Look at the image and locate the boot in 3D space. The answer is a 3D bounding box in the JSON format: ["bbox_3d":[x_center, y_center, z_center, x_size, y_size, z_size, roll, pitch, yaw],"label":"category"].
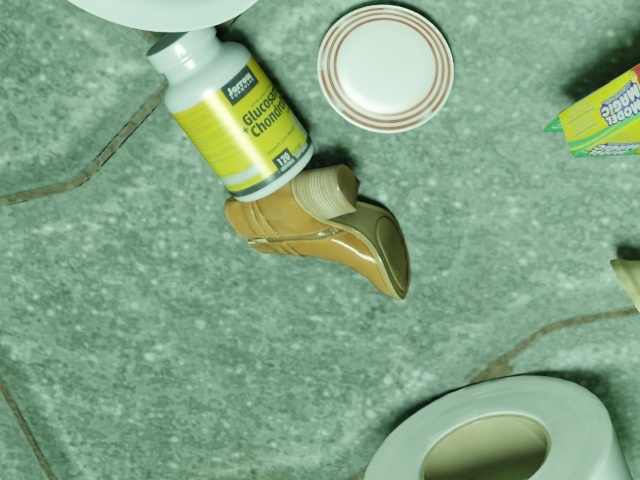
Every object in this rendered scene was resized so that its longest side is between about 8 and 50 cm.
[{"bbox_3d":[0.000,0.000,1.549,0.152,0.073,0.197,-14,126,30],"label":"boot"}]

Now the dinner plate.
[{"bbox_3d":[0.067,-0.177,1.457,0.141,0.017,0.141,4,121,7],"label":"dinner plate"}]

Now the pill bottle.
[{"bbox_3d":[-0.096,-0.138,1.459,0.103,0.103,0.184,-27,112,23],"label":"pill bottle"}]

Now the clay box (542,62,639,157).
[{"bbox_3d":[0.327,-0.132,1.335,0.222,0.127,0.053,-34,67,50],"label":"clay box"}]

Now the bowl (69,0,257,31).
[{"bbox_3d":[-0.155,-0.351,1.311,0.298,0.134,0.298,10,136,10],"label":"bowl"}]

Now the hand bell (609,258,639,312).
[{"bbox_3d":[0.435,0.007,1.460,0.242,0.126,0.126,-35,109,14],"label":"hand bell"}]

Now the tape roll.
[{"bbox_3d":[0.191,0.270,1.537,0.286,0.286,0.100,-14,117,18],"label":"tape roll"}]
